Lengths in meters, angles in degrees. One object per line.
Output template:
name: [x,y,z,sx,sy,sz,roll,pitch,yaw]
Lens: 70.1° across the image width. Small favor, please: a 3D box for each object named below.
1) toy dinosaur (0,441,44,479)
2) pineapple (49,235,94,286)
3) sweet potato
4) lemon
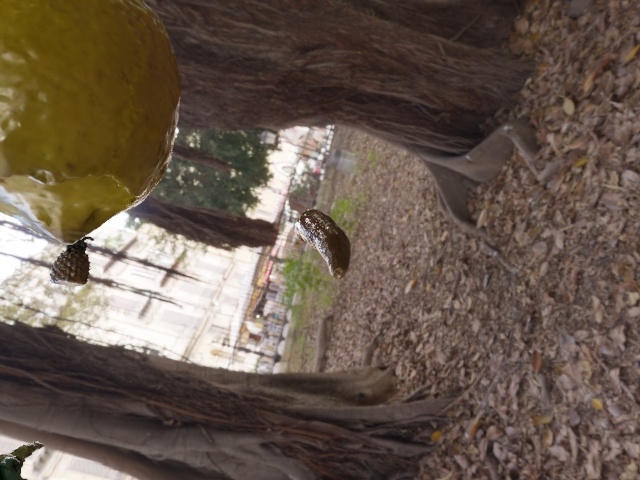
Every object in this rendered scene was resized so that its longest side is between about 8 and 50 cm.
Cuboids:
toy dinosaur: [-0.504,0.369,0.702,0.153,0.094,0.259,61,177,18]
pineapple: [-0.384,0.008,0.711,0.058,0.058,0.124,121,150,-74]
sweet potato: [-0.003,-0.011,0.734,0.255,0.058,0.078,-144,41,-68]
lemon: [-0.191,-0.106,0.337,0.193,0.181,0.180,-59,5,2]
